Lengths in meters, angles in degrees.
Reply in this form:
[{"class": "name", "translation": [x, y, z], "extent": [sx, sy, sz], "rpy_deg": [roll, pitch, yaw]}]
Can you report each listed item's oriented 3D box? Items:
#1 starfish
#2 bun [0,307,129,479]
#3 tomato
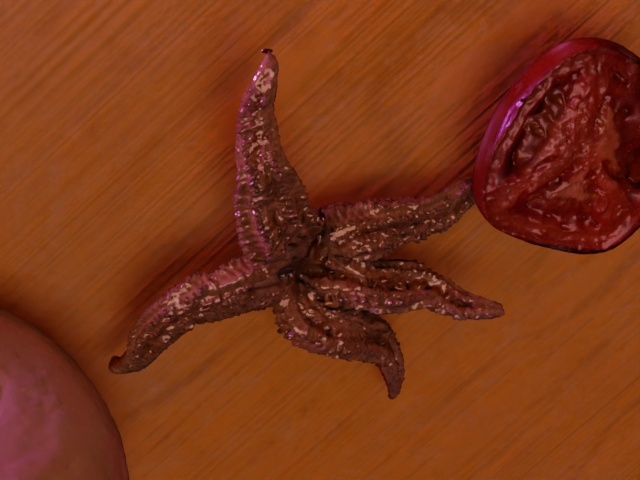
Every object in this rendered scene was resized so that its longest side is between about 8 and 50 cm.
[{"class": "starfish", "translation": [0.018, 0.007, 1.158], "extent": [0.294, 0.084, 0.301], "rpy_deg": [12, 116, -28]}, {"class": "bun", "translation": [-0.319, 0.217, 1.081], "extent": [0.361, 0.213, 0.361], "rpy_deg": [-7, 116, -15]}, {"class": "tomato", "translation": [0.199, -0.083, 1.167], "extent": [0.166, 0.082, 0.174], "rpy_deg": [12, 115, -24]}]
